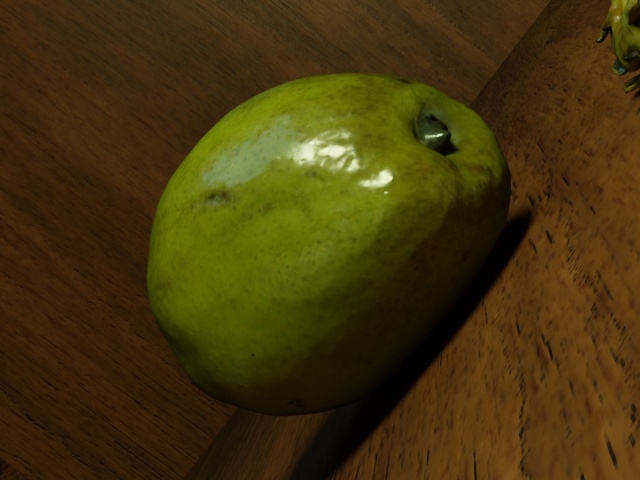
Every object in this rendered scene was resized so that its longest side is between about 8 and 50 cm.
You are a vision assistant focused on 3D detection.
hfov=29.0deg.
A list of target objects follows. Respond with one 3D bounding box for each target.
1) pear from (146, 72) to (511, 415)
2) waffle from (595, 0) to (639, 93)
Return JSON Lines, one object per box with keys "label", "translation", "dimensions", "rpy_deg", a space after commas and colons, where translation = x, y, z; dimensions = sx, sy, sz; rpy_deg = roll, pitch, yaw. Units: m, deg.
{"label": "pear", "translation": [0.000, 0.000, 0.973], "dimensions": [0.307, 0.253, 0.253], "rpy_deg": [-43, 8, 40]}
{"label": "waffle", "translation": [0.303, -0.273, 0.765], "dimensions": [0.382, 0.095, 0.379], "rpy_deg": [-56, 1, -13]}
